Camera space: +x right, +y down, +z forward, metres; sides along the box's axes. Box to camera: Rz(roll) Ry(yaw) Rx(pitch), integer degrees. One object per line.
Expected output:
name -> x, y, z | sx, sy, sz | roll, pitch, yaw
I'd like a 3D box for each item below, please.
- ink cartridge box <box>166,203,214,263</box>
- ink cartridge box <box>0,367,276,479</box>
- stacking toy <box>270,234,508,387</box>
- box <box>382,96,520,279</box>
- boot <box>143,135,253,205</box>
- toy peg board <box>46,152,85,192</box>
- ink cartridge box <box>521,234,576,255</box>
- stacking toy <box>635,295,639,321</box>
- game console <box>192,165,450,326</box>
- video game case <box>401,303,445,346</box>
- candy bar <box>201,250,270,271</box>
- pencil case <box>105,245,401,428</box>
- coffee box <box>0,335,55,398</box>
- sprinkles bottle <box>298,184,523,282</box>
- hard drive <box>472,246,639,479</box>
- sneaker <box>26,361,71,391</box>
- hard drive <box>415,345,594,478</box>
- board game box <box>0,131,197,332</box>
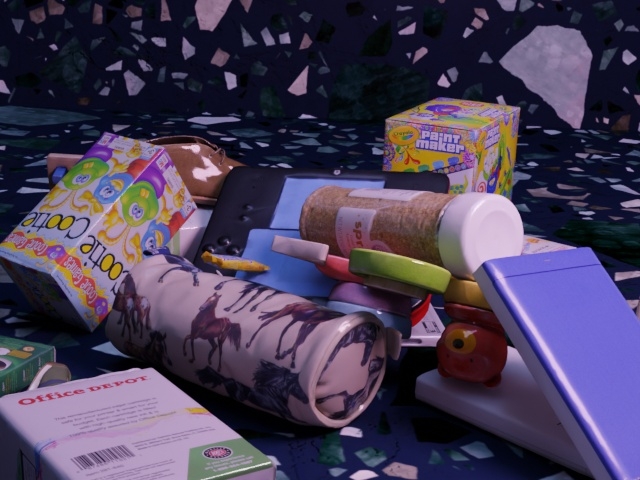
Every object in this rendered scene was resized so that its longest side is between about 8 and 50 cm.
ink cartridge box -> -0.185, -0.007, 2.149 | 0.353, 0.119, 0.207 | -6, 20, -26
ink cartridge box -> -0.206, 0.250, 1.289 | 0.201, 0.117, 0.278 | -8, 20, -34
stacking toy -> 0.090, 0.098, 1.619 | 0.309, 0.130, 0.279 | 8, -8, 42
box -> 0.246, -0.106, 2.281 | 0.177, 0.279, 0.290 | 11, 18, 23
boot -> -0.179, -0.122, 2.126 | 0.305, 0.115, 0.112 | -2, 17, -18
toy peg board -> -0.436, -0.071, 2.279 | 0.161, 0.161, 0.079 | 3, 32, 1
ink cartridge box -> 0.393, 0.038, 2.202 | 0.181, 0.062, 0.104 | 16, 21, 36
stacking toy -> 0.708, 0.139, 1.666 | 0.480, 0.351, 0.350 | 21, 15, -8
game console -> 0.000, 0.000, 1.940 | 0.386, 0.060, 0.342 | 3, 48, 12
video game case -> 0.102, 0.126, 1.928 | 0.173, 0.022, 0.190 | 1, 18, -7
candy bar -> -0.127, 0.034, 1.811 | 0.040, 0.018, 0.161 | 20, 3, 24
pencil case -> -0.097, 0.126, 1.643 | 0.410, 0.160, 0.183 | 15, 45, 37
coffee box -> -0.453, 0.178, 1.620 | 0.113, 0.040, 0.184 | 9, 17, 19
sprinkles bottle -> 0.120, -0.014, 1.724 | 0.121, 0.121, 0.355 | -10, 11, -38
hard drive -> 0.345, 0.152, 1.502 | 0.210, 0.040, 0.319 | -6, 56, -39
sneaker -> -0.327, 0.213, 1.502 | 0.086, 0.064, 0.192 | 12, 18, 5
hard drive -> 0.307, 0.223, 1.607 | 0.203, 0.040, 0.307 | -12, 22, -42
board game box -> -0.347, -0.016, 1.891 | 0.142, 0.144, 0.275 | 16, 56, 36
